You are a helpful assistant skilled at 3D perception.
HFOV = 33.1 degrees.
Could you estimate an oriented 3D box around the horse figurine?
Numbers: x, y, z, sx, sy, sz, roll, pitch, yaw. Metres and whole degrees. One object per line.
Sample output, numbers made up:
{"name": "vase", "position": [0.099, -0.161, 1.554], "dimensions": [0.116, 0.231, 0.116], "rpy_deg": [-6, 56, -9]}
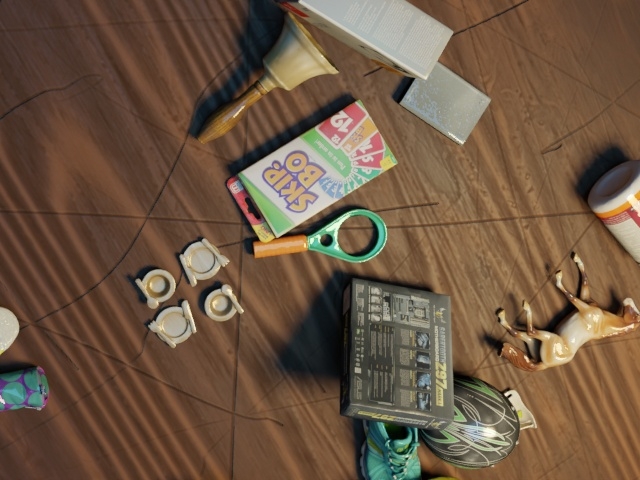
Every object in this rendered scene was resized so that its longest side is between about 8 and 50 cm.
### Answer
{"name": "horse figurine", "position": [0.430, 0.151, 1.917], "dimensions": [0.263, 0.066, 0.174], "rpy_deg": [-37, 101, -6]}

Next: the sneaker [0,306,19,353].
{"name": "sneaker", "position": [-0.592, 0.178, 1.678], "dimensions": [0.240, 0.126, 0.091], "rpy_deg": [-30, 97, -36]}

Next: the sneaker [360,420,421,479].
{"name": "sneaker", "position": [0.124, 0.356, 1.861], "dimensions": [0.107, 0.110, 0.275], "rpy_deg": [-12, 104, -10]}

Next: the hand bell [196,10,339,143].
{"name": "hand bell", "position": [-0.101, -0.235, 1.711], "dimensions": [0.242, 0.126, 0.126], "rpy_deg": [-41, 107, 9]}

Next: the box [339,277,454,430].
{"name": "box", "position": [0.127, 0.188, 1.788], "dimensions": [0.183, 0.059, 0.233], "rpy_deg": [10, 59, -14]}

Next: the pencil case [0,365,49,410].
{"name": "pencil case", "position": [-0.511, 0.249, 1.714], "dimensions": [0.151, 0.064, 0.070], "rpy_deg": [-12, 84, -10]}

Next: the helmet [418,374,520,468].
{"name": "helmet", "position": [0.252, 0.313, 1.853], "dimensions": [0.169, 0.161, 0.170], "rpy_deg": [-4, 103, -15]}

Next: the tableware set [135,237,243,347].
{"name": "tableware set", "position": [-0.217, 0.088, 1.775], "dimensions": [0.168, 0.020, 0.141], "rpy_deg": [-29, 106, -7]}

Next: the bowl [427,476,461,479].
{"name": "bowl", "position": [0.225, 0.567, 1.845], "dimensions": [0.289, 0.156, 0.290], "rpy_deg": [-15, 114, -36]}

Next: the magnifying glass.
{"name": "magnifying glass", "position": [0.000, 0.000, 1.807], "dimensions": [0.230, 0.026, 0.092], "rpy_deg": [-7, 102, -11]}

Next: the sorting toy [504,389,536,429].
{"name": "sorting toy", "position": [0.336, 0.310, 1.939], "dimensions": [0.083, 0.045, 0.075], "rpy_deg": [-15, 97, -9]}

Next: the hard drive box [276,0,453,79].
{"name": "hard drive box", "position": [0.066, -0.349, 1.674], "dimensions": [0.232, 0.181, 0.089], "rpy_deg": [29, 94, -16]}

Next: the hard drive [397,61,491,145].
{"name": "hard drive", "position": [0.207, -0.235, 1.811], "dimensions": [0.135, 0.022, 0.094], "rpy_deg": [31, 93, -17]}

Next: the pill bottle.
{"name": "pill bottle", "position": [0.579, -0.025, 1.887], "dimensions": [0.121, 0.121, 0.221], "rpy_deg": [-45, 107, -2]}

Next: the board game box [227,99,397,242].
{"name": "board game box", "position": [-0.015, -0.112, 1.768], "dimensions": [0.259, 0.039, 0.124], "rpy_deg": [-32, 95, -3]}
